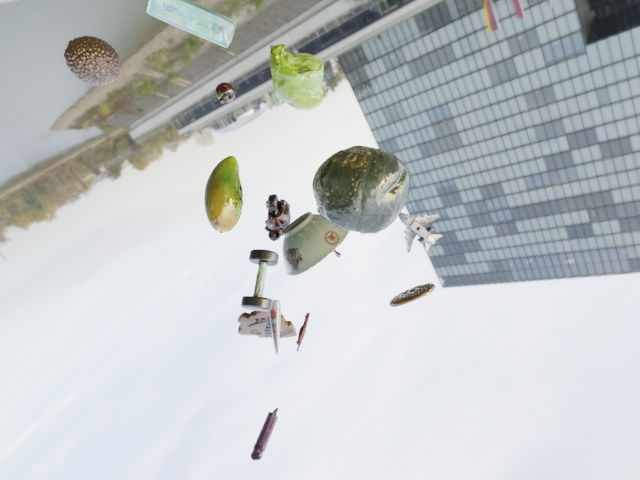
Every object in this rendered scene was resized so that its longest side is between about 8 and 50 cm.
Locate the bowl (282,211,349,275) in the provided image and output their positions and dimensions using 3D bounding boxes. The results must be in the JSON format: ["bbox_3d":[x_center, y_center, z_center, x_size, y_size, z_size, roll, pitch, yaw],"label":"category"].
[{"bbox_3d":[-0.054,-0.019,1.842,0.337,0.157,0.337,-35,-165,11],"label":"bowl"}]

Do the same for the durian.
[{"bbox_3d":[-0.104,-0.756,2.076,0.256,0.339,0.204,-9,-130,-7],"label":"durian"}]

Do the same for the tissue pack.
[{"bbox_3d":[-0.417,-0.737,1.444,0.177,0.264,0.089,-104,-144,-60],"label":"tissue pack"}]

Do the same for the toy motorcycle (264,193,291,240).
[{"bbox_3d":[-0.192,-0.091,2.109,0.134,0.206,0.401,1,175,6],"label":"toy motorcycle"}]

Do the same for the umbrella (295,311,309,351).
[{"bbox_3d":[-0.068,0.346,1.666,0.025,0.027,0.165,-26,-146,44],"label":"umbrella"}]

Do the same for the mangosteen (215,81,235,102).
[{"bbox_3d":[-0.382,-0.595,1.759,0.081,0.080,0.081,-25,-159,10],"label":"mangosteen"}]

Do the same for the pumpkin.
[{"bbox_3d":[0.118,-0.157,1.314,0.292,0.257,0.328,20,-166,18],"label":"pumpkin"}]

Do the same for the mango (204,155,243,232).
[{"bbox_3d":[-0.276,-0.138,1.258,0.125,0.111,0.232,-12,-111,54],"label":"mango"}]

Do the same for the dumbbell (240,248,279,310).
[{"bbox_3d":[-0.195,0.129,1.419,0.100,0.100,0.190,-8,-113,43],"label":"dumbbell"}]

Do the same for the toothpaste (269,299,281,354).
[{"bbox_3d":[-0.163,0.315,1.587,0.043,0.194,0.067,-1,176,-15],"label":"toothpaste"}]

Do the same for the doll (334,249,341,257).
[{"bbox_3d":[0.000,0.000,2.242,0.093,0.262,0.211,-51,-179,-6],"label":"doll"}]

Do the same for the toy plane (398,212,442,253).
[{"bbox_3d":[0.501,-0.059,2.241,0.251,0.255,0.101,-50,-171,3],"label":"toy plane"}]

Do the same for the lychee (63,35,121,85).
[{"bbox_3d":[-0.885,-0.698,1.701,0.200,0.200,0.238,-34,-147,-13],"label":"lychee"}]

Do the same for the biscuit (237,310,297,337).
[{"bbox_3d":[-0.240,0.403,2.047,0.278,0.302,0.043,-50,-151,42],"label":"biscuit"}]

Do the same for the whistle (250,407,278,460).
[{"bbox_3d":[-0.145,0.510,1.160,0.033,0.033,0.176,-22,-168,17],"label":"whistle"}]

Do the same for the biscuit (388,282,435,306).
[{"bbox_3d":[0.344,0.203,1.652,0.188,0.027,0.188,-23,179,-1],"label":"biscuit"}]
